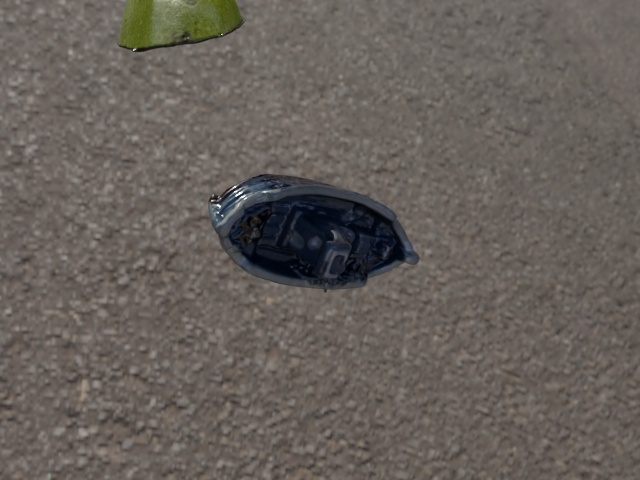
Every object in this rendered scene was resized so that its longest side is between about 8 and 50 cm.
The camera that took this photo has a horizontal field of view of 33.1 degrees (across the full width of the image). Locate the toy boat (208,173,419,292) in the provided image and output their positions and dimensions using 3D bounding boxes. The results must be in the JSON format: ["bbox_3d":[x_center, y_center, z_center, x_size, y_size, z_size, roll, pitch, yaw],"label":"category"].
[{"bbox_3d":[0.000,0.000,1.258,0.309,0.129,0.142,9,22,-41],"label":"toy boat"}]

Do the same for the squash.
[{"bbox_3d":[-0.211,-0.337,1.572,0.192,0.085,0.184,-8,22,1],"label":"squash"}]
